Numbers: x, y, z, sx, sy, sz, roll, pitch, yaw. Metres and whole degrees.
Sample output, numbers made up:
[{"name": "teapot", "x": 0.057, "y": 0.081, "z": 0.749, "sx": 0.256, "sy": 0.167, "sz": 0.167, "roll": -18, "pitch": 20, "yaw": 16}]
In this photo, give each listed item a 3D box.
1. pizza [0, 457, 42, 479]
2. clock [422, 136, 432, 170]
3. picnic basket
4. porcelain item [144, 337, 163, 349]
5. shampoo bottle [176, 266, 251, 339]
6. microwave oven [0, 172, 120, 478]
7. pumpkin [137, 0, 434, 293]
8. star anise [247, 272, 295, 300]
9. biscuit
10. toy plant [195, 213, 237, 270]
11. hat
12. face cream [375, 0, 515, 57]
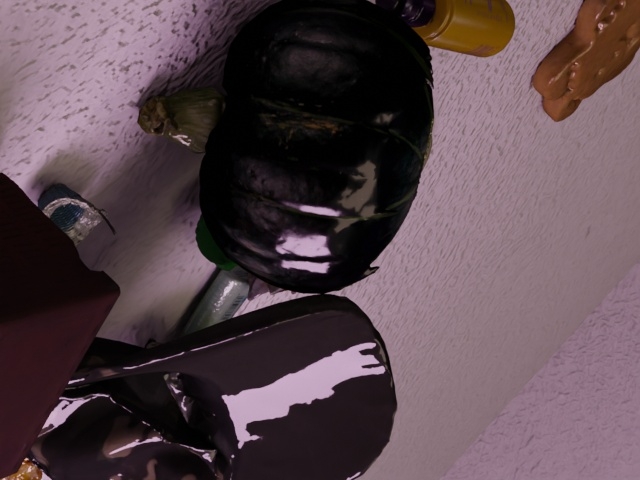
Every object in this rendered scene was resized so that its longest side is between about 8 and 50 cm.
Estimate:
[{"name": "pizza", "x": -0.328, "y": 0.233, "z": 1.618, "sx": 0.246, "sy": 0.058, "sz": 0.127, "roll": -37, "pitch": 157, "yaw": -19}, {"name": "clock", "x": 0.055, "y": -0.064, "z": 1.857, "sx": 0.235, "sy": 0.029, "sz": 0.235, "roll": -40, "pitch": 160, "yaw": -18}, {"name": "picnic basket", "x": -0.232, "y": -0.012, "z": 1.330, "sx": 0.065, "sy": 0.083, "sz": 0.083, "roll": -44, "pitch": 156, "yaw": 7}, {"name": "porcelain item", "x": -0.186, "y": 0.253, "z": 1.712, "sx": 0.186, "sy": 0.138, "sz": 0.288, "roll": -87, "pitch": -162, "yaw": -50}, {"name": "shampoo bottle", "x": -0.145, "y": 0.110, "z": 1.765, "sx": 0.191, "sy": 0.041, "sz": 0.069, "roll": -55, "pitch": 163, "yaw": 20}, {"name": "microwave oven", "x": -0.325, "y": 0.086, "z": 1.193, "sx": 0.188, "sy": 0.178, "sz": 0.247, "roll": -13, "pitch": 141, "yaw": -55}, {"name": "pumpkin", "x": -0.031, "y": -0.099, "z": 1.381, "sx": 0.296, "sy": 0.296, "sz": 0.296, "roll": -39, "pitch": 158, "yaw": -19}, {"name": "star anise", "x": 0.001, "y": 0.000, "z": 1.681, "sx": 0.230, "sy": 0.081, "sz": 0.262, "roll": -30, "pitch": 177, "yaw": 8}, {"name": "biscuit", "x": 0.453, "y": -0.325, "z": 2.105, "sx": 0.355, "sy": 0.052, "sz": 0.275, "roll": -45, "pitch": 159, "yaw": -1}, {"name": "toy plant", "x": -0.041, "y": -0.058, "z": 1.592, "sx": 0.240, "sy": 0.088, "sz": 0.154, "roll": -42, "pitch": 165, "yaw": -14}, {"name": "hat", "x": -0.136, "y": 0.153, "z": 1.471, "sx": 0.381, "sy": 0.257, "sz": 0.366, "roll": -33, "pitch": 131, "yaw": -8}, {"name": "face cream", "x": 0.133, "y": -0.254, "z": 1.590, "sx": 0.078, "sy": 0.078, "sz": 0.273, "roll": -54, "pitch": 157, "yaw": 19}]
